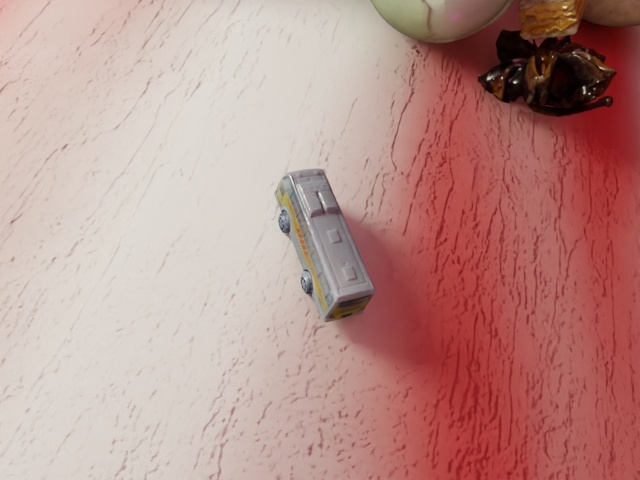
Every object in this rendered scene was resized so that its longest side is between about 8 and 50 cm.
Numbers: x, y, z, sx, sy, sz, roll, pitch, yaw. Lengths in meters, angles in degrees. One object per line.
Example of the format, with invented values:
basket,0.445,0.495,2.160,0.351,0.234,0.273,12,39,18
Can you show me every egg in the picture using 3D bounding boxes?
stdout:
egg,0.199,-0.463,0.886,0.279,0.278,0.336,13,58,-9

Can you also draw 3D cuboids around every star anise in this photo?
star anise,0.360,-0.269,0.912,0.190,0.125,0.220,17,42,7

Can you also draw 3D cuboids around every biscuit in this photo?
biscuit,0.416,-0.487,0.910,0.054,0.094,0.378,43,65,-42

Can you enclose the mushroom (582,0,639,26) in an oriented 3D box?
mushroom,0.568,-0.601,1.089,0.325,0.353,0.353,4,52,25

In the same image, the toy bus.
toy bus,0.000,0.000,0.664,0.064,0.075,0.190,-11,64,-22
